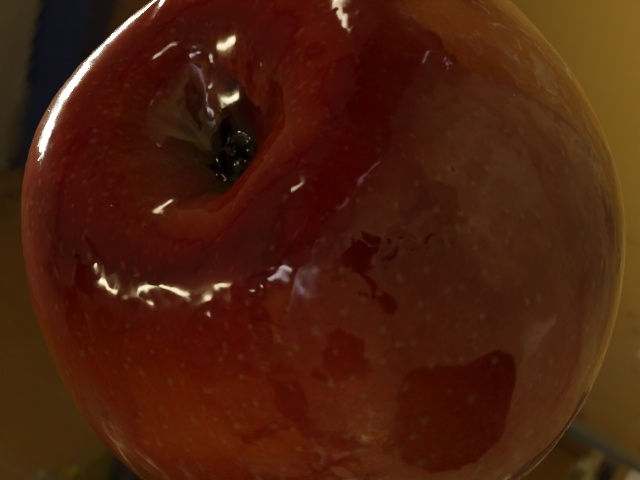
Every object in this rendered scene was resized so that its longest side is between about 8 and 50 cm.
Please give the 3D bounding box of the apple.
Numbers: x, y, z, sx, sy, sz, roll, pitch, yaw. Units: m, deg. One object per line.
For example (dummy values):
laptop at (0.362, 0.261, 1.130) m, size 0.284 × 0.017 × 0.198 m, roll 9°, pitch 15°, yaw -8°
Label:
apple at (0.000, 0.000, 0.833) m, size 0.260 × 0.260 × 0.216 m, roll -56°, pitch -38°, yaw -12°
